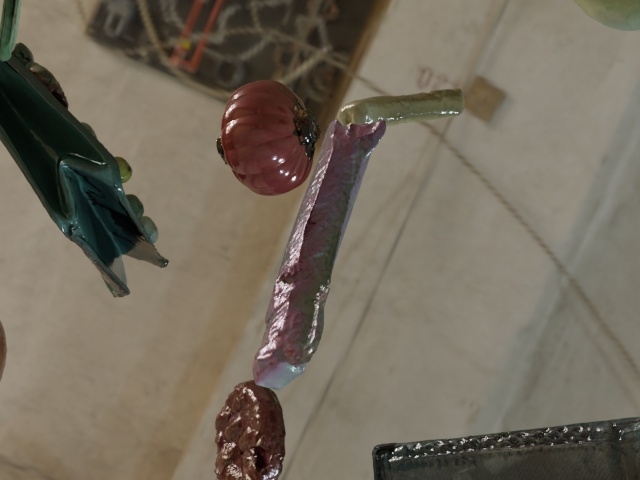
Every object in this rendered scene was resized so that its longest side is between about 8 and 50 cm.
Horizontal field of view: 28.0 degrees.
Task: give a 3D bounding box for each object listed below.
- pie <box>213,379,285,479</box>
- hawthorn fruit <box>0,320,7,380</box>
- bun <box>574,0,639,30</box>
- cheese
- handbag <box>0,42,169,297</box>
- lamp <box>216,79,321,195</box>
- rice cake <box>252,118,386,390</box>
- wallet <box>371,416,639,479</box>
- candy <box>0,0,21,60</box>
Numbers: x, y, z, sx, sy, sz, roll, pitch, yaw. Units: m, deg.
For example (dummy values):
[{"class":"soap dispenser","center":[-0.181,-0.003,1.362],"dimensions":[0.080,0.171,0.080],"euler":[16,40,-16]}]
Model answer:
[{"class":"pie","center":[-0.081,0.231,1.427],"dimensions":[0.036,0.155,0.154],"euler":[9,-169,-28]},{"class":"hawthorn fruit","center":[-0.437,0.091,1.314],"dimensions":[0.224,0.261,0.224],"euler":[3,-151,-2]},{"class":"bun","center":[0.456,-0.422,1.707],"dimensions":[0.187,0.293,0.293],"euler":[-2,-161,-32]},{"class":"cheese","center":[0.108,-0.174,1.698],"dimensions":[0.194,0.043,0.065],"euler":[-12,-173,-35]},{"class":"handbag","center":[-0.282,-0.089,1.441],"dimensions":[0.274,0.100,0.269],"euler":[52,173,22]},{"class":"lamp","center":[-0.048,-0.094,1.175],"dimensions":[0.092,0.108,0.107],"euler":[-13,171,20]},{"class":"rice cake","center":[-0.002,0.002,1.202],"dimensions":[0.051,0.290,0.081],"euler":[32,147,-23]},{"class":"wallet","center":[0.221,0.325,1.399],"dimensions":[0.342,0.237,0.075],"euler":[-13,169,35]},{"class":"candy","center":[-0.183,-0.194,0.790],"dimensions":[0.077,0.073,0.262],"euler":[31,145,1]}]
